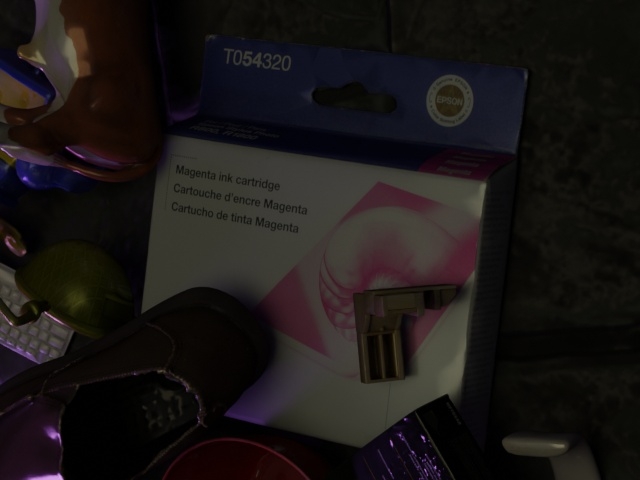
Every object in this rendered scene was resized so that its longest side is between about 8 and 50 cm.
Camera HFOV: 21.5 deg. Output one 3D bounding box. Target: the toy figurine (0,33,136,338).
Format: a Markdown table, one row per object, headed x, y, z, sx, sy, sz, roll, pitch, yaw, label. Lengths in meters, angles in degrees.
| x | y | z | sx | sy | sz | roll | pitch | yaw | label |
| --- | --- | --- | --- | --- | --- | --- | --- | --- | --- |
| -0.282 | -0.089 | 1.525 | 0.362 | 0.191 | 0.217 | 33 | 99 | 32 | toy figurine |

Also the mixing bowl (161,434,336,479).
| x | y | z | sx | sy | sz | roll | pitch | yaw | label |
| --- | --- | --- | --- | --- | --- | --- | --- | --- | --- |
| -0.039 | 0.235 | 1.434 | 0.181 | 0.098 | 0.181 | 9 | 109 | 26 | mixing bowl |

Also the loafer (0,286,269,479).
| x | y | z | sx | sy | sz | roll | pitch | yaw | label |
| --- | --- | --- | --- | --- | --- | --- | --- | --- | --- |
| -0.211 | 0.165 | 1.426 | 0.366 | 0.130 | 0.134 | -38 | 98 | 25 | loafer |

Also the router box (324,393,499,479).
| x | y | z | sx | sy | sz | roll | pitch | yaw | label |
| --- | --- | --- | --- | --- | --- | --- | --- | --- | --- |
| 0.094 | 0.228 | 1.318 | 0.133 | 0.046 | 0.179 | -42 | 74 | 45 | router box |

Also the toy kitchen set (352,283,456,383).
| x | y | z | sx | sy | sz | roll | pitch | yaw | label |
| --- | --- | --- | --- | --- | --- | --- | --- | --- | --- |
| 0.071 | 0.073 | 1.323 | 0.068 | 0.083 | 0.075 | -5 | 91 | -14 | toy kitchen set |

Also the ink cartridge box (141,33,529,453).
| x | y | z | sx | sy | sz | roll | pitch | yaw | label |
| --- | --- | --- | --- | --- | --- | --- | --- | --- | --- |
| 0.000 | 0.000 | 1.432 | 0.324 | 0.071 | 0.330 | 9 | 98 | 30 | ink cartridge box |

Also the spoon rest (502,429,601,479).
| x | y | z | sx | sy | sz | roll | pitch | yaw | label |
| --- | --- | --- | --- | --- | --- | --- | --- | --- | --- |
| 0.200 | 0.274 | 1.331 | 0.137 | 0.084 | 0.276 | 0 | 105 | 31 | spoon rest |

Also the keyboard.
| x | y | z | sx | sy | sz | roll | pitch | yaw | label |
| --- | --- | --- | --- | --- | --- | --- | --- | --- | --- |
| -0.350 | 0.038 | 1.625 | 0.256 | 0.014 | 0.072 | 26 | 107 | 9 | keyboard |

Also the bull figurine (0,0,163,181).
| x | y | z | sx | sy | sz | roll | pitch | yaw | label |
| --- | --- | --- | --- | --- | --- | --- | --- | --- | --- |
| -0.220 | -0.201 | 1.472 | 0.101 | 0.188 | 0.310 | 135 | 129 | -63 | bull figurine |
